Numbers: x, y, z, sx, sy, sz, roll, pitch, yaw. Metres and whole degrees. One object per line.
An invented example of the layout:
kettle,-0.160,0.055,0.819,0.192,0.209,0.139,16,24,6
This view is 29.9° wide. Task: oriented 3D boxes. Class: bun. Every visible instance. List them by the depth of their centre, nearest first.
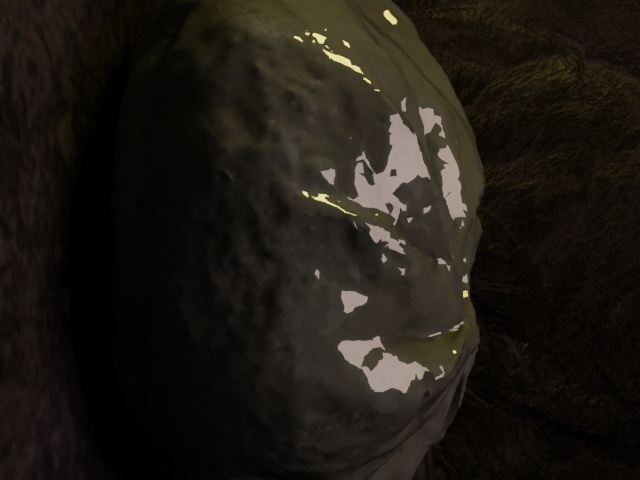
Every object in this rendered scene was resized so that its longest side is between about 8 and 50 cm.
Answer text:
bun,0.000,-0.006,0.707,0.354,0.194,0.354,-1,90,-82
